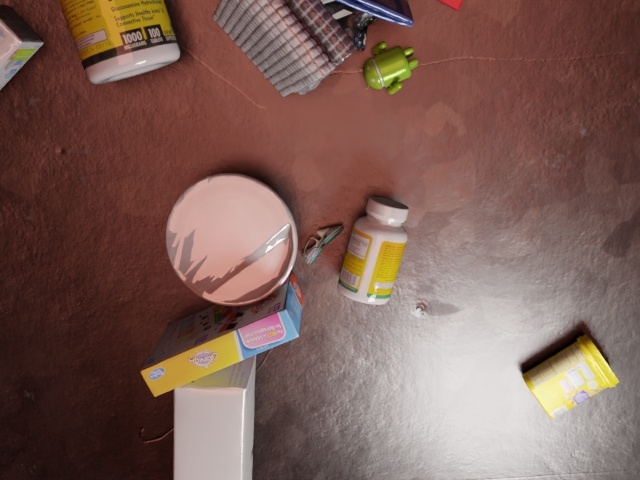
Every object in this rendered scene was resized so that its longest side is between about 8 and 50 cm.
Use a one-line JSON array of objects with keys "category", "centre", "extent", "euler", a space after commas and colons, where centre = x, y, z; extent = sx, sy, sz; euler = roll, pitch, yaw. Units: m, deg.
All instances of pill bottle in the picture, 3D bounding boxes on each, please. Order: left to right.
[{"category": "pill bottle", "centre": [-0.403, -0.482, 1.322], "extent": [0.187, 0.188, 0.334], "euler": [-16, 103, 5]}, {"category": "pill bottle", "centre": [0.115, 0.019, 1.470], "extent": [0.117, 0.117, 0.209], "euler": [14, 104, -2]}]

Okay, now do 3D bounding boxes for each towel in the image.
[{"category": "towel", "centre": [-0.066, -0.393, 1.299], "extent": [0.121, 0.283, 0.235], "euler": [-45, 103, -8]}, {"category": "towel", "centre": [0.052, -0.492, 1.254], "extent": [0.209, 0.285, 0.034], "euler": [13, 134, -24]}]

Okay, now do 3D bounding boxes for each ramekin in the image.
[{"category": "ramekin", "centre": [-0.177, -0.008, 1.459], "extent": [0.272, 0.127, 0.273], "euler": [0, 99, 3]}]

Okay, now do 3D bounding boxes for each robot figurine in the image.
[{"category": "robot figurine", "centre": [0.137, -0.346, 1.404], "extent": [0.115, 0.067, 0.101], "euler": [-21, 92, 7]}]

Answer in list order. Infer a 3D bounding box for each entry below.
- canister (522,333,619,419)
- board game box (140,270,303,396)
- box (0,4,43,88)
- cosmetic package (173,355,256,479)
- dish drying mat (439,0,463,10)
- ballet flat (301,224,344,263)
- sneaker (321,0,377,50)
[{"category": "canister", "centre": [0.551, 0.305, 1.553], "extent": [0.170, 0.073, 0.126], "euler": [-35, 100, 11]}, {"category": "board game box", "centre": [-0.194, 0.187, 1.457], "extent": [0.316, 0.242, 0.064], "euler": [-23, 104, 8]}, {"category": "box", "centre": [-0.676, -0.363, 1.397], "extent": [0.203, 0.114, 0.103], "euler": [-42, 101, 11]}, {"category": "cosmetic package", "centre": [-0.230, 0.447, 1.538], "extent": [0.156, 0.217, 0.385], "euler": [5, 106, 0]}, {"category": "dish drying mat", "centre": [0.246, -0.492, 1.396], "extent": [0.083, 0.008, 0.032], "euler": [26, 104, -6]}, {"category": "ballet flat", "centre": [0.000, 0.000, 1.510], "extent": [0.041, 0.041, 0.114], "euler": [41, 101, -8]}, {"category": "sneaker", "centre": [0.099, -0.442, 1.382], "extent": [0.216, 0.079, 0.121], "euler": [-9, 107, 12]}]
